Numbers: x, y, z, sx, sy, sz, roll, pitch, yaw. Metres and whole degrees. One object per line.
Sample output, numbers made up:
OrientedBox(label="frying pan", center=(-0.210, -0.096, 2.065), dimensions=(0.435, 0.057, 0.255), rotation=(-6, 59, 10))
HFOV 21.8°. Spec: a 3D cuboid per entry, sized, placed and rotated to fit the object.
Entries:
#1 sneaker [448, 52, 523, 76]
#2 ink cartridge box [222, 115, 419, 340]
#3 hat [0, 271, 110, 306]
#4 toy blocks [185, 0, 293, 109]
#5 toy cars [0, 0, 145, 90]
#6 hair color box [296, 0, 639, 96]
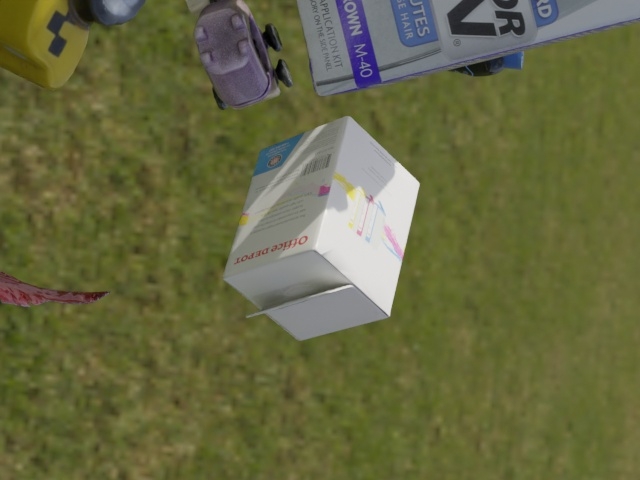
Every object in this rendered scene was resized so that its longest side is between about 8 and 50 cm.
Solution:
OrientedBox(label="sneaker", center=(0.155, -0.283, 1.693), dimensions=(0.081, 0.090, 0.232), rotation=(-23, 109, -81))
OrientedBox(label="ink cartridge box", center=(0.000, 0.000, 1.218), dimensions=(0.090, 0.092, 0.143), rotation=(41, 48, -33))
OrientedBox(label="hat", center=(-0.289, 0.009, 1.196), dimensions=(0.183, 0.173, 0.208), rotation=(-65, 147, -52))
OrientedBox(label="toy blocks", center=(0.002, -0.286, 1.192), dimensions=(0.260, 0.309, 0.288), rotation=(27, 44, -77))
OrientedBox(label="toy cars", center=(-0.008, -0.202, 0.577), dimensions=(0.087, 0.393, 0.176), rotation=(32, 35, -64))
OrientedBox(label="hair color box", center=(0.145, -0.207, 0.924), dimensions=(0.110, 0.339, 0.185), rotation=(-25, 102, -75))
